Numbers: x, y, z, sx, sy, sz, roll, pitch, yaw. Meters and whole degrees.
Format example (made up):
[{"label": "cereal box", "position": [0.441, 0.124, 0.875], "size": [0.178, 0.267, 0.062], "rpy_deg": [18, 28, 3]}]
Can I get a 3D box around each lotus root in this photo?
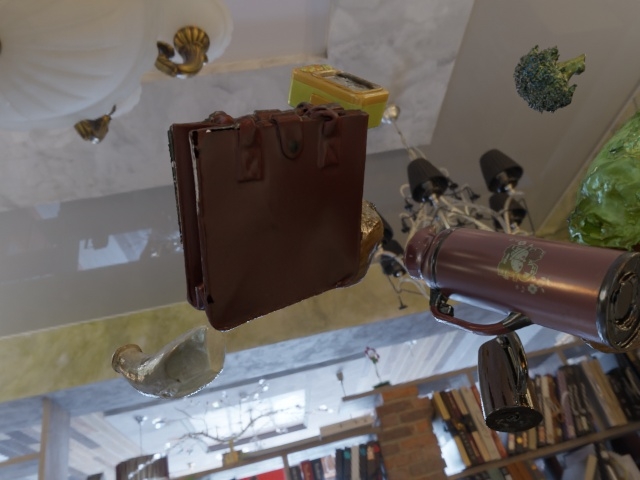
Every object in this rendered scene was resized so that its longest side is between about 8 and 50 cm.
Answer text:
[{"label": "lotus root", "position": [0.000, -0.001, 0.972], "size": [0.180, 0.199, 0.188], "rpy_deg": [-12, -57, -52]}]

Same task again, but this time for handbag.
[{"label": "handbag", "position": [-0.058, -0.036, 0.627], "size": [0.260, 0.084, 0.275], "rpy_deg": [-15, -58, -34]}]

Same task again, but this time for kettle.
[{"label": "kettle", "position": [0.504, 0.371, 1.294], "size": [0.144, 0.232, 0.202], "rpy_deg": [2, -47, 1]}]

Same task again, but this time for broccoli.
[{"label": "broccoli", "position": [0.529, -0.376, 1.086], "size": [0.160, 0.167, 0.154], "rpy_deg": [-16, -76, 5]}]

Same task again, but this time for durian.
[{"label": "durian", "position": [0.712, -0.149, 1.054], "size": [0.339, 0.204, 0.255], "rpy_deg": [-47, -32, -13]}]

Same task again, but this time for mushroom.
[{"label": "mushroom", "position": [-0.283, 0.229, 0.858], "size": [0.270, 0.118, 0.103], "rpy_deg": [-18, -23, 28]}]

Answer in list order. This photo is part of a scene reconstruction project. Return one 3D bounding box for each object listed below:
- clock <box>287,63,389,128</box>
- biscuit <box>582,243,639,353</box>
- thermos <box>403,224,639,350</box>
[{"label": "clock", "position": [0.037, -0.324, 1.067], "size": [0.143, 0.202, 0.096], "rpy_deg": [-26, -40, -48]}, {"label": "biscuit", "position": [0.708, 0.126, 1.123], "size": [0.049, 0.257, 0.273], "rpy_deg": [23, -66, -44]}, {"label": "thermos", "position": [0.239, 0.056, 0.642], "size": [0.110, 0.136, 0.330], "rpy_deg": [0, 8, -35]}]
